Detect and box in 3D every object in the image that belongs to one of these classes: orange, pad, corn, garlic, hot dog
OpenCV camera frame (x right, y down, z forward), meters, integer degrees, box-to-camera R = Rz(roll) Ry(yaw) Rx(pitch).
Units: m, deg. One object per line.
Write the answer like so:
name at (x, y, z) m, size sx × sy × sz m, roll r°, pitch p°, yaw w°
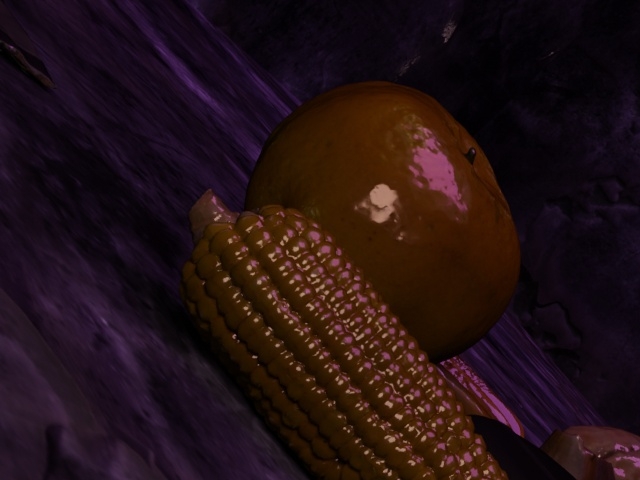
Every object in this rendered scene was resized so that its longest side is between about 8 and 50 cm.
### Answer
orange at (0.055, -0.009, 1.227) m, size 0.279 × 0.235 × 0.279 m, roll 48°, pitch 20°, yaw -24°
pad at (-0.323, -0.228, 1.102) m, size 0.233 × 0.022 × 0.174 m, roll 39°, pitch 10°, yaw -47°
corn at (0.016, 0.096, 0.882) m, size 0.322 × 0.119 × 0.119 m, roll 51°, pitch 8°, yaw 4°
garlic at (0.258, 0.262, 1.362) m, size 0.087 × 0.101 × 0.195 m, roll 33°, pitch -4°, yaw 32°
hot dog at (0.134, 0.156, 1.409) m, size 0.236 × 0.062 × 0.092 m, roll 46°, pitch 7°, yaw 24°

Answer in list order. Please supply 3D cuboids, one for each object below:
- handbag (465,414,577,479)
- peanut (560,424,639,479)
handbag at (0.187, 0.251, 1.070) m, size 0.308 × 0.093 × 0.254 m, roll 37°, pitch 12°, yaw -50°
peanut at (0.407, 0.351, 1.549) m, size 0.340 × 0.158 × 0.174 m, roll 44°, pitch 36°, yaw 22°
